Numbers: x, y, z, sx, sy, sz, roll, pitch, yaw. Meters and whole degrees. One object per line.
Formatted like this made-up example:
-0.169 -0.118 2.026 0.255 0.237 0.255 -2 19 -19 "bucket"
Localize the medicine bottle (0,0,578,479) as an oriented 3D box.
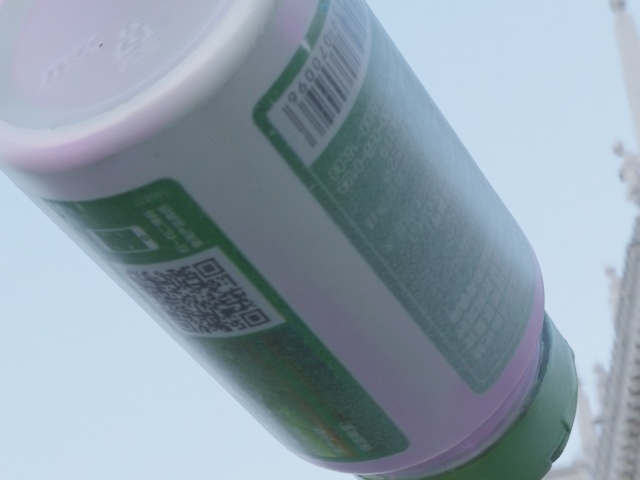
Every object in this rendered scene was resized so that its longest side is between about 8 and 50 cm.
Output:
0.000 0.000 0.600 0.133 0.133 0.274 -22 -46 20 "medicine bottle"
